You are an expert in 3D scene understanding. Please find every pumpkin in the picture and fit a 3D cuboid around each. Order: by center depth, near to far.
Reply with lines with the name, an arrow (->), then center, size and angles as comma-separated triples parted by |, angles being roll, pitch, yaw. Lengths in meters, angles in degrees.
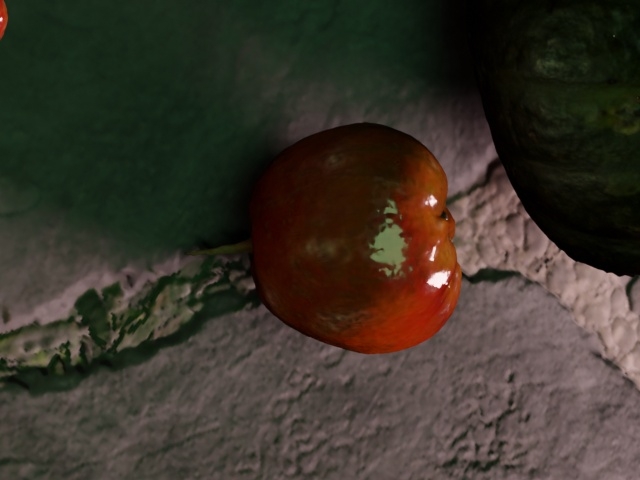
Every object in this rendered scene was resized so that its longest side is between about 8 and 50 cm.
pumpkin -> 0.230, -0.136, 0.842 | 0.321, 0.192, 0.320 | -2, 95, -25

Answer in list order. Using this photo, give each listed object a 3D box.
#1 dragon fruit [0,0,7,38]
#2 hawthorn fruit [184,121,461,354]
dragon fruit -> -0.250, -0.102, 0.582 | 0.227, 0.243, 0.307 | 34, 57, -10
hawthorn fruit -> 0.015, 0.000, 0.796 | 0.140, 0.125, 0.125 | -4, 98, -27
